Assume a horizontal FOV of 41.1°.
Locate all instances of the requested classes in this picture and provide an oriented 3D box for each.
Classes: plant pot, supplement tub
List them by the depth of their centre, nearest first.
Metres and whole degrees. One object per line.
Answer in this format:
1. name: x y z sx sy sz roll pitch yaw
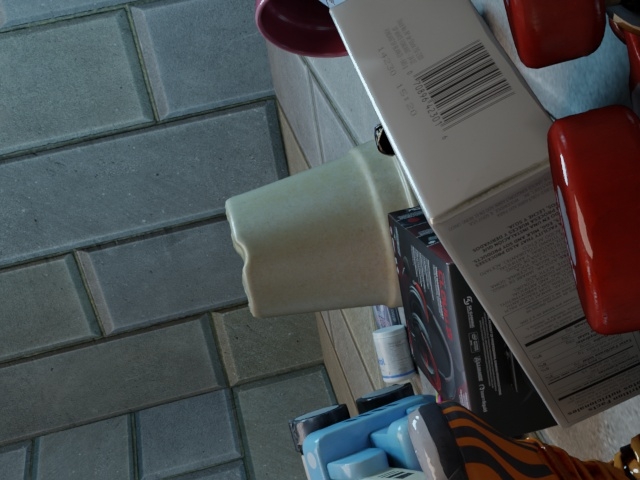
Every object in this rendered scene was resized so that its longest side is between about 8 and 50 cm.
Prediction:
1. plant pot: 0.008 -0.392 1.236 0.201 0.201 0.180 94 177 -70
2. plant pot: 0.000 0.000 1.528 0.334 0.306 0.333 166 90 -84
3. supplement tub: 0.152 0.233 1.753 0.071 0.071 0.107 174 81 -84

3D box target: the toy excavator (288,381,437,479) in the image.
1. toy excavator: 0.103 0.357 1.287 0.445 0.433 0.222 -25 80 57

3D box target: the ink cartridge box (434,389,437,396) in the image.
1. ink cartridge box: 0.193 0.140 1.296 0.181 0.056 0.224 118 137 -80

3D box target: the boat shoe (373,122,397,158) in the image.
1. boat shoe: 0.114 -0.160 1.266 0.183 0.066 0.066 -122 20 -71

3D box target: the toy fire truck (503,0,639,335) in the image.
1. toy fire truck: 0.191 -0.087 0.443 0.254 0.169 0.302 1 -105 -77

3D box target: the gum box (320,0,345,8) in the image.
1. gum box: 0.095 -0.239 0.743 0.157 0.184 0.041 -117 15 -63

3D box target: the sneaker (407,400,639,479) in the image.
1. sneaker: 0.198 0.179 0.637 0.321 0.180 0.124 46 -162 -42

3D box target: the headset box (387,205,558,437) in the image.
1. headset box: 0.181 0.086 1.013 0.293 0.110 0.218 -125 22 -73

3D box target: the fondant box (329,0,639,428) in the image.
1. fondant box: 0.143 -0.027 0.672 0.330 0.096 0.238 51 -165 -47

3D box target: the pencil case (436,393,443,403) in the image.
1. pencil case: 0.221 0.298 1.171 0.104 0.104 0.236 -115 13 -61

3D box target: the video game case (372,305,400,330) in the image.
1. video game case: 0.134 0.123 1.883 0.196 0.026 0.274 -179 76 -83
